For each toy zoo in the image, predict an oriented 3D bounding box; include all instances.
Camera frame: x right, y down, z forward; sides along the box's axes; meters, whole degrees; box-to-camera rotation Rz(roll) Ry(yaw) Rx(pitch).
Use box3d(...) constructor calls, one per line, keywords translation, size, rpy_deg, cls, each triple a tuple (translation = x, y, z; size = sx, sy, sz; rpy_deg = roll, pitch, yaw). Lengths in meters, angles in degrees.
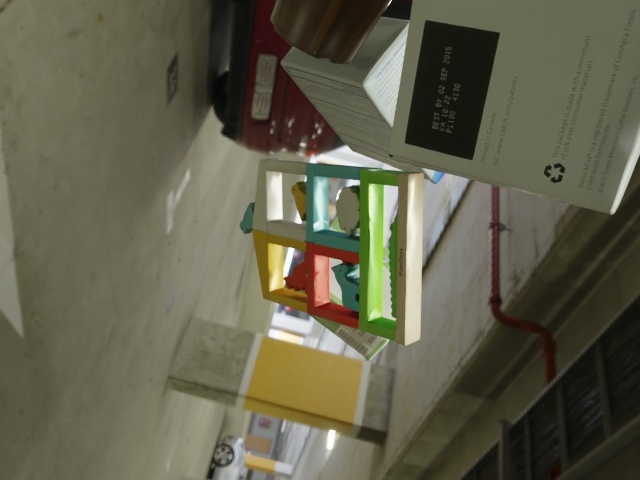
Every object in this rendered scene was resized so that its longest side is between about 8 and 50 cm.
box3d(translation=(0.000, 0.000, 0.794), size=(0.030, 0.293, 0.192), rpy_deg=(-12, 106, -43), cls="toy zoo")

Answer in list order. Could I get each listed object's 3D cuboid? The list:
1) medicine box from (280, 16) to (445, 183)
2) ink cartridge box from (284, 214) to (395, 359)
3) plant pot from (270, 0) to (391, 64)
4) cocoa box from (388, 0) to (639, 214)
box3d(translation=(0.114, -0.275, 1.228), size=(0.149, 0.289, 0.263), rpy_deg=(-52, -139, -6), cls="medicine box")
box3d(translation=(0.051, 0.064, 1.034), size=(0.056, 0.171, 0.235), rpy_deg=(-53, -178, 28), cls="ink cartridge box")
box3d(translation=(0.022, -0.330, 0.821), size=(0.165, 0.167, 0.167), rpy_deg=(-58, -169, 34), cls="plant pot")
box3d(translation=(0.233, -0.241, 0.623), size=(0.228, 0.231, 0.347), rpy_deg=(-34, 137, -54), cls="cocoa box")
